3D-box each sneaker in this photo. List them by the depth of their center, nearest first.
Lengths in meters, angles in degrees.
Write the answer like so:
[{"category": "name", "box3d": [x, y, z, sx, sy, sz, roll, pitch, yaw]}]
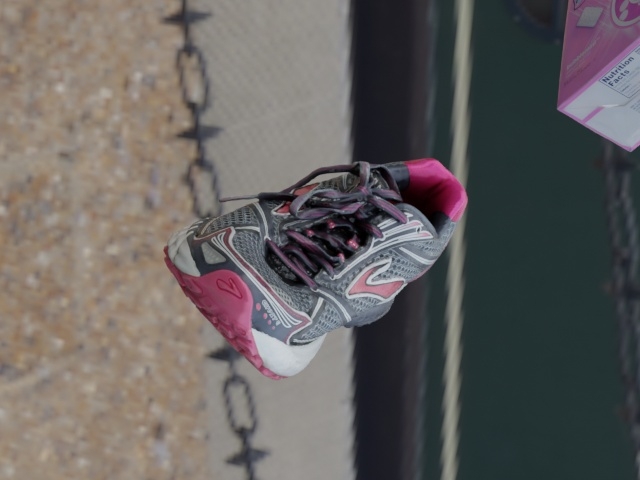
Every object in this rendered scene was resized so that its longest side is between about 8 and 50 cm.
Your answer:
[{"category": "sneaker", "box3d": [0.000, 0.000, 1.142, 0.112, 0.121, 0.299, -43, 173, 25]}]

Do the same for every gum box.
[{"category": "gum box", "box3d": [0.222, -0.148, 1.055, 0.062, 0.188, 0.107, 28, 48, -19]}]
